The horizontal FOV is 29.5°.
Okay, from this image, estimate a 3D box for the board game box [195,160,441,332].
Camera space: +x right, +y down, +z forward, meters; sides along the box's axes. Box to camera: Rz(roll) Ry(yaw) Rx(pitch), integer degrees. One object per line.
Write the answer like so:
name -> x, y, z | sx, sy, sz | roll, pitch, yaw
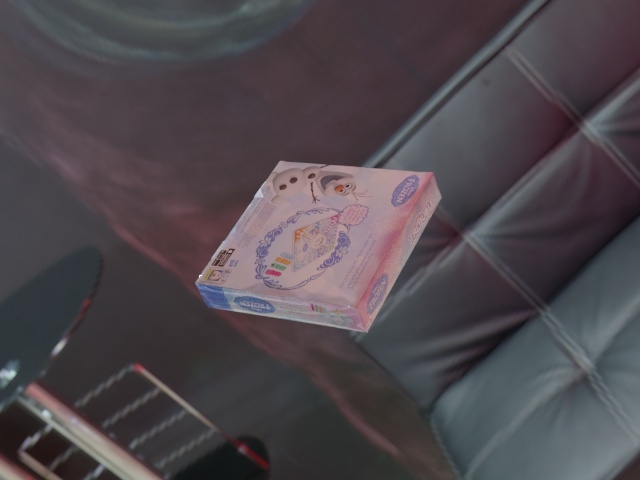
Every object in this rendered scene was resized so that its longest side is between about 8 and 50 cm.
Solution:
board game box -> 0.000, 0.000, 0.584 | 0.090, 0.020, 0.090 | 6, 48, 32
